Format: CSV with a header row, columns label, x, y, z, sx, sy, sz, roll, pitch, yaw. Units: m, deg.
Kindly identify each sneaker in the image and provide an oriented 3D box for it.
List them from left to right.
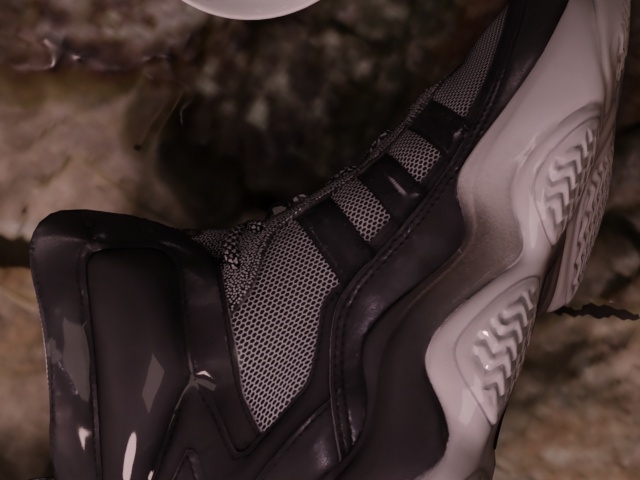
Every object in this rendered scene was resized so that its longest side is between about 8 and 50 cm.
label,x,y,z,sx,sy,sz,roll,pitch,yaw
sneaker,0.000,0.000,0.509,0.153,0.101,0.269,17,63,15

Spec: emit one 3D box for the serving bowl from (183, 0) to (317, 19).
label,x,y,z,sx,sy,sz,roll,pitch,yaw
serving bowl,-0.023,-0.117,0.544,0.083,0.027,0.083,-7,125,-10
